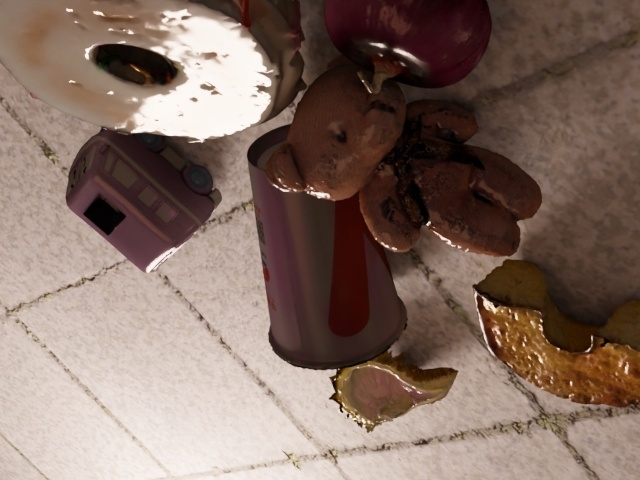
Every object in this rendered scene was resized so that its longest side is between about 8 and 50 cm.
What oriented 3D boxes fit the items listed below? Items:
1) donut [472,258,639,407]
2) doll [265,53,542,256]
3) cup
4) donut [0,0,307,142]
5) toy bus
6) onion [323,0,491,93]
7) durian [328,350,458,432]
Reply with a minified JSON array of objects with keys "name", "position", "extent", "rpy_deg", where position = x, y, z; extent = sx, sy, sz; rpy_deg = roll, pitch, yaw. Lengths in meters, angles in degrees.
[{"name":"donut","position":[0.315,0.128,1.335],"extent":[0.259,0.101,0.152],"rpy_deg":[19,139,18]},{"name":"doll","position":[0.106,-0.095,1.178],"extent":[0.303,0.201,0.156],"rpy_deg":[25,161,6]},{"name":"cup","position":[0.000,0.000,1.382],"extent":[0.203,0.203,0.288],"rpy_deg":[8,128,30]},{"name":"donut","position":[-0.197,-0.252,1.204],"extent":[0.383,0.142,0.382],"rpy_deg":[7,157,3]},{"name":"toy bus","position":[-0.263,-0.070,1.519],"extent":[0.202,0.142,0.142],"rpy_deg":[42,141,-9]},{"name":"onion","position":[0.090,-0.228,1.091],"extent":[0.177,0.177,0.153],"rpy_deg":[12,102,26]},{"name":"durian","position":[0.118,0.208,1.587],"extent":[0.224,0.078,0.140],"rpy_deg":[-16,108,32]}]
